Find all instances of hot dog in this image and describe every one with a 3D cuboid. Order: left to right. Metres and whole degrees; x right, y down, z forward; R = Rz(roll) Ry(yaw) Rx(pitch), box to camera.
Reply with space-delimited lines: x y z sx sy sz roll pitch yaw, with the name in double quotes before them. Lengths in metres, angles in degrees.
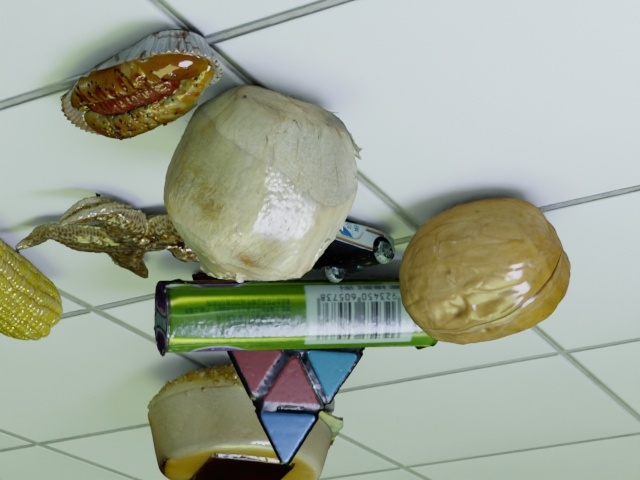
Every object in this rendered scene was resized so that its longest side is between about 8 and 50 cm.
"hot dog" -0.167 -0.142 1.276 0.192 0.053 0.099 -20 153 41

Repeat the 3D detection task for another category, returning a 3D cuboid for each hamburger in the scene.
"hamburger" -0.121 0.285 2.104 0.302 0.170 0.302 1 152 1

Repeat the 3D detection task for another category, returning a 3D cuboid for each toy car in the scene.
"toy car" 0.000 0.000 1.596 0.205 0.056 0.095 19 150 -41

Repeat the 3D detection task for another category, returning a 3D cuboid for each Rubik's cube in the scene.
"Rubik's cube" -0.093 0.135 1.788 0.284 0.250 0.234 -18 132 43

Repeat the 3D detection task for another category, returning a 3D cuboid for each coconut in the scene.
"coconut" -0.063 -0.046 1.327 0.194 0.194 0.194 -1 156 0

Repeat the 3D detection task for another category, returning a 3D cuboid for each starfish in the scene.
"starfish" -0.215 0.005 1.599 0.277 0.062 0.236 -4 158 14

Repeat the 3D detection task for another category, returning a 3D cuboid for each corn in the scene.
"corn" -0.395 0.048 1.652 0.093 0.093 0.244 -7 153 14

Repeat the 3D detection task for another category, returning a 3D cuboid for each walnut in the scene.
"walnut" 0.185 0.035 1.563 0.197 0.165 0.165 -19 150 36

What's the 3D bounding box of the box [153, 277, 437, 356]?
"box" -0.028 0.094 1.702 0.345 0.097 0.134 -1 180 -14
